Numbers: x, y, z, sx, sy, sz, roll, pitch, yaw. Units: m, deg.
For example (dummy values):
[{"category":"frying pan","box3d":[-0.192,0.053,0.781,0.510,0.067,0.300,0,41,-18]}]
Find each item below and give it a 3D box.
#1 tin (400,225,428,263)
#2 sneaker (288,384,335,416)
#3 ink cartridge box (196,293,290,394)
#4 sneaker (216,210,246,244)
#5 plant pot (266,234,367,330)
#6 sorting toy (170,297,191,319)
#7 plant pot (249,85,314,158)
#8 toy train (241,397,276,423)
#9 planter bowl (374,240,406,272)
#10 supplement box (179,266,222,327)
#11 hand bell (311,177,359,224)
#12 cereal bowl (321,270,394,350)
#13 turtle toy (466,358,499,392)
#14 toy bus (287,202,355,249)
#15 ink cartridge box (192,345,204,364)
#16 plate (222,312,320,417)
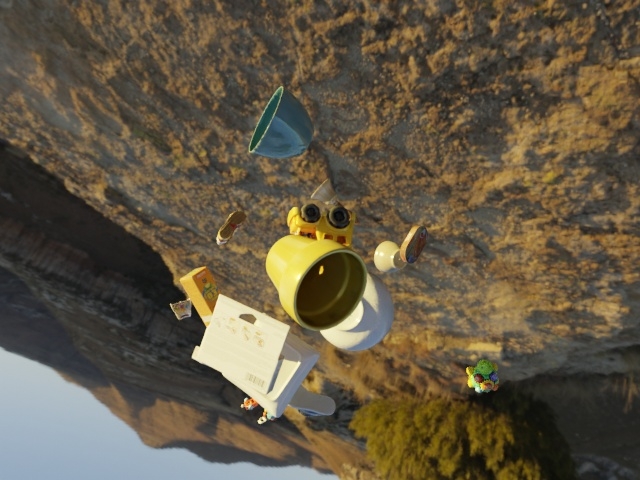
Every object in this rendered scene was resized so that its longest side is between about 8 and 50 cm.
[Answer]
[{"category":"tin","box3d":[0.420,0.016,2.065,0.040,0.190,0.106,13,151,44]},{"category":"sneaker","box3d":[-0.097,0.669,1.924,0.295,0.105,0.147,27,143,-18]},{"category":"ink cartridge box","box3d":[-0.245,0.332,1.498,0.275,0.239,0.060,22,-175,16]},{"category":"sneaker","box3d":[-0.397,-0.058,2.023,0.069,0.185,0.084,40,141,-3]},{"category":"plant pot","box3d":[-0.033,0.096,1.340,0.254,0.254,0.239,41,175,-42]},{"category":"sorting toy","box3d":[-0.591,0.298,1.971,0.083,0.075,0.045,-15,162,-19]},{"category":"plant pot","box3d":[-0.141,-0.447,1.877,0.195,0.290,0.290,25,159,-21]},{"category":"toy train","box3d":[-0.230,0.670,1.808,0.166,0.125,0.046,26,127,53]},{"category":"planter bowl","box3d":[0.363,0.087,2.273,0.162,0.162,0.109,33,168,-28]},{"category":"supplement box","box3d":[-0.389,0.211,1.600,0.080,0.078,0.233,-17,106,41]},{"category":"hand bell","box3d":[0.084,-0.158,2.111,0.242,0.126,0.126,44,158,1]},{"category":"cereal bowl","box3d":[0.120,0.278,1.854,0.339,0.339,0.141,13,178,22]},{"category":"turtle toy","box3d":[0.502,0.414,1.403,0.095,0.066,0.130,-11,113,5]},{"category":"toy bus","box3d":[0.000,0.000,1.528,0.220,0.211,0.149,6,162,-12]},{"category":"ink cartridge box","box3d":[-0.370,0.526,1.934,0.311,0.065,0.186,28,163,-23]},{"category":"plate","box3d":[-0.188,0.449,1.674,0.278,0.277,0.045,33,174,17]}]
